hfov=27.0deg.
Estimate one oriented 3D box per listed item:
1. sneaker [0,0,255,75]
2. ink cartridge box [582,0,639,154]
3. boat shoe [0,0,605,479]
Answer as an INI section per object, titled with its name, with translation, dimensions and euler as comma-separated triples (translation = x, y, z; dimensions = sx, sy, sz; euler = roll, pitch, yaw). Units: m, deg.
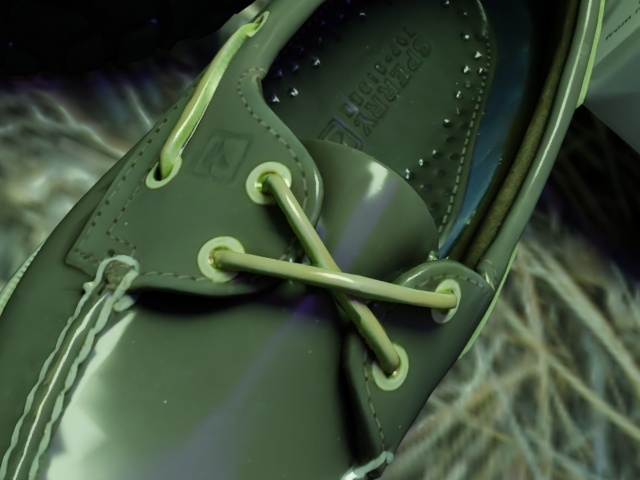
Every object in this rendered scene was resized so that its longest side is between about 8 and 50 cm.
[sneaker]
translation = -0.134, -0.125, 0.337
dimensions = 0.283, 0.107, 0.124
euler = 1, 61, -31
[ink cartridge box]
translation = 0.227, -0.096, 0.506
dimensions = 0.197, 0.114, 0.273
euler = 39, 43, -8
[boat shoe]
translation = -0.004, -0.003, 0.358
dimensions = 0.109, 0.091, 0.305
euler = 38, 53, -10
